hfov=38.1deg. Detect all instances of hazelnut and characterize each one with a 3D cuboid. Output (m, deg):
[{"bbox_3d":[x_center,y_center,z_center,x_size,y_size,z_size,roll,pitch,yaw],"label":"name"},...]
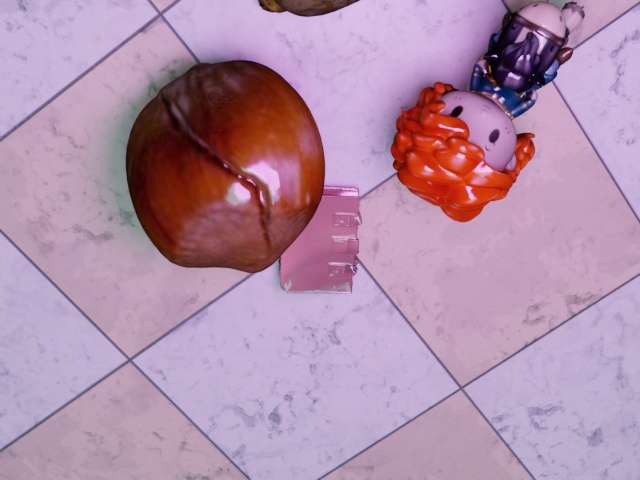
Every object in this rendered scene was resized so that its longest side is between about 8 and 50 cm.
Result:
[{"bbox_3d":[-0.160,-0.124,1.585,0.372,0.315,0.373,0,89,11],"label":"hazelnut"}]

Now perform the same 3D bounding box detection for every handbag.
[{"bbox_3d":[0.000,0.000,1.787,0.157,0.059,0.213,1,116,-5],"label":"handbag"}]

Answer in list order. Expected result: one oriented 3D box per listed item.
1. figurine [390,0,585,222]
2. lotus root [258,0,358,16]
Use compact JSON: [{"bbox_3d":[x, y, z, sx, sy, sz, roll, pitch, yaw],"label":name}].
[{"bbox_3d":[0.294,-0.239,1.570,0.241,0.306,0.412,34,106,-9],"label":"figurine"},{"bbox_3d":[0.021,-0.454,1.509,0.309,0.173,0.173,-20,117,25],"label":"lotus root"}]
